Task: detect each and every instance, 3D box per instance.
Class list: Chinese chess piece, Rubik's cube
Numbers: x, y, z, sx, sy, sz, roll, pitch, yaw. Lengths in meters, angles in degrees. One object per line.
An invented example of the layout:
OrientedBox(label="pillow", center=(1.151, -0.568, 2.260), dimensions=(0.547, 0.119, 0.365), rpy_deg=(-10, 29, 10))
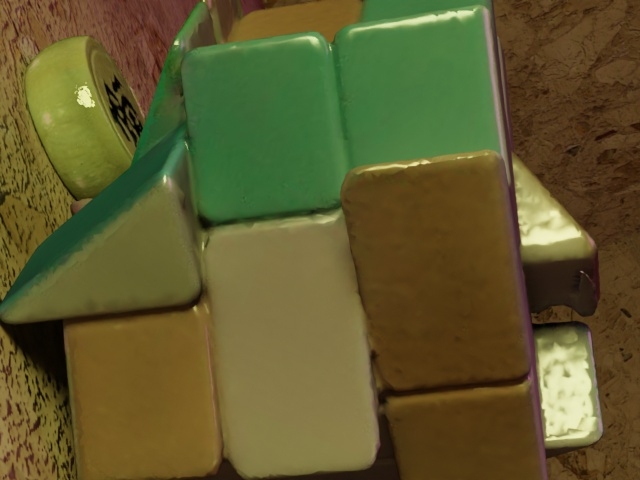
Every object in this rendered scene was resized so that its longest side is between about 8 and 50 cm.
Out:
OrientedBox(label="Chinese chess piece", center=(-0.179, -0.093, 0.997), dimensions=(0.144, 0.058, 0.144), rpy_deg=(-23, 90, -83))
OrientedBox(label="Rubik's cube", center=(0.000, 0.000, 0.844), dimensions=(0.368, 0.358, 0.387), rpy_deg=(67, 17, -59))
